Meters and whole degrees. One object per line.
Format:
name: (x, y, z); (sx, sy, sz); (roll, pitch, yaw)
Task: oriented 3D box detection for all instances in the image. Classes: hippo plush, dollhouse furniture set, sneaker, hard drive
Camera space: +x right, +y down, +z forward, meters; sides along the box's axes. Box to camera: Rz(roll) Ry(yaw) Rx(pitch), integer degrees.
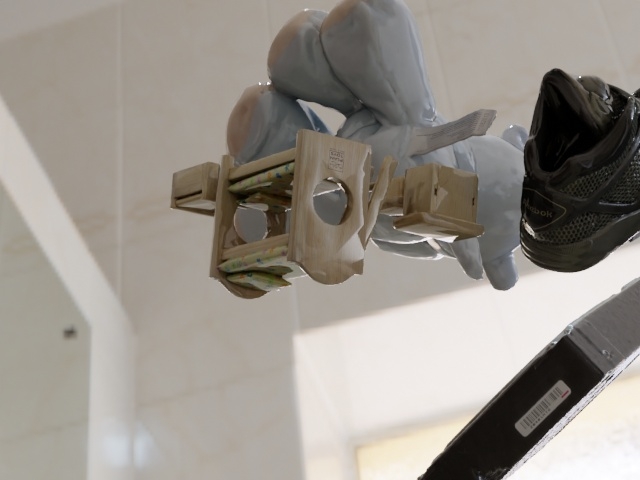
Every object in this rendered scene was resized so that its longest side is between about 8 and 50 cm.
hippo plush: (0.089, -0.080, 1.321); (0.294, 0.234, 0.236); (2, -4, 41)
dollhouse furniture set: (0.000, 0.000, 1.132); (0.161, 0.101, 0.182); (12, -14, -32)
sneaker: (0.229, -0.085, 1.122); (0.227, 0.087, 0.130); (-33, -46, -26)
hard drive: (0.240, 0.150, 1.567); (0.237, 0.064, 0.339); (-50, -14, 27)

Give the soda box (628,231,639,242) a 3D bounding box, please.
soda box: (0.299, -0.060, 1.338); (0.169, 0.060, 0.053); (-25, -50, -36)
